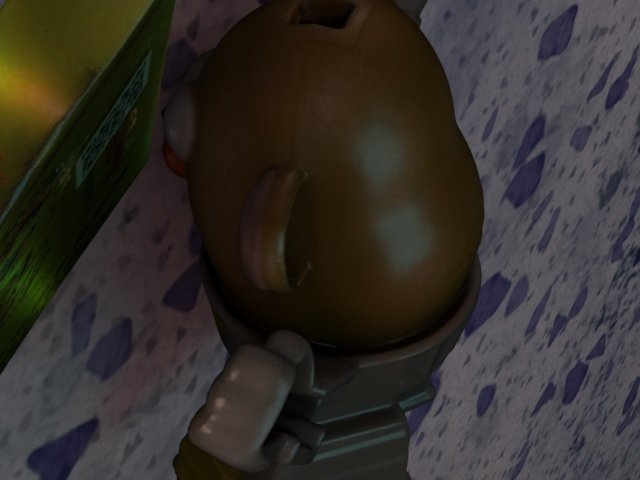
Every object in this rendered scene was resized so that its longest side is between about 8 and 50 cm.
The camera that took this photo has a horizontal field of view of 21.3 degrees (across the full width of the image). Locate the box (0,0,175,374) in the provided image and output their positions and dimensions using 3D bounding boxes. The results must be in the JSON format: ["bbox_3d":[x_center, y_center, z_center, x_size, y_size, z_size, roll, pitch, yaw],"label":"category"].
[{"bbox_3d":[-0.120,-0.005,0.641,0.173,0.043,0.311,-58,-178,-11],"label":"box"}]

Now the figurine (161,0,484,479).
[{"bbox_3d":[0.001,-0.001,0.889,0.285,0.167,0.343,95,-11,-45],"label":"figurine"}]
